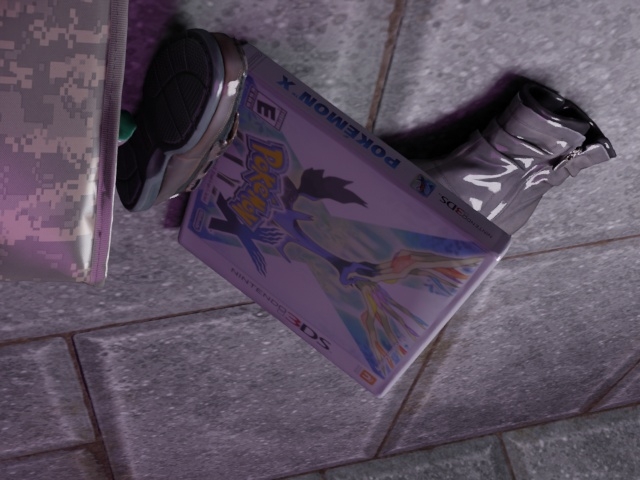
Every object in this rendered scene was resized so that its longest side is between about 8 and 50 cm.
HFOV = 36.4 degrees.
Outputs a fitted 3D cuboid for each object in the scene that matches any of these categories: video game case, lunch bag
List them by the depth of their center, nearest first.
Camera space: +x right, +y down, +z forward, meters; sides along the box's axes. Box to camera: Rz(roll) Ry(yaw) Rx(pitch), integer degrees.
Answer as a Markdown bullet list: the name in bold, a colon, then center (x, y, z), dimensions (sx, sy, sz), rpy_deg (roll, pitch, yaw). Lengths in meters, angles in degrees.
- **lunch bag**: center (-0.262, -0.125, 0.682), dimensions (0.235, 0.169, 0.287), rpy_deg (2, 116, -22)
- **video game case**: center (0.000, 0.000, 0.985), dimensions (0.036, 0.300, 0.329), rpy_deg (-48, 172, -34)

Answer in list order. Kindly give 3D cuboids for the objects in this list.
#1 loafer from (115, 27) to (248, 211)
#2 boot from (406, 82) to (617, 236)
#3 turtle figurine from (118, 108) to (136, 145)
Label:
- **loafer**: center (-0.118, -0.110, 0.897), dimensions (0.084, 0.096, 0.267), rpy_deg (-9, 163, -32)
- **boot**: center (0.158, -0.092, 1.069), dimensions (0.338, 0.118, 0.223), rpy_deg (3, 142, -45)
- **turtle figurine**: center (-0.286, -0.058, 0.881), dimensions (0.234, 0.118, 0.175), rpy_deg (-37, 146, 26)
